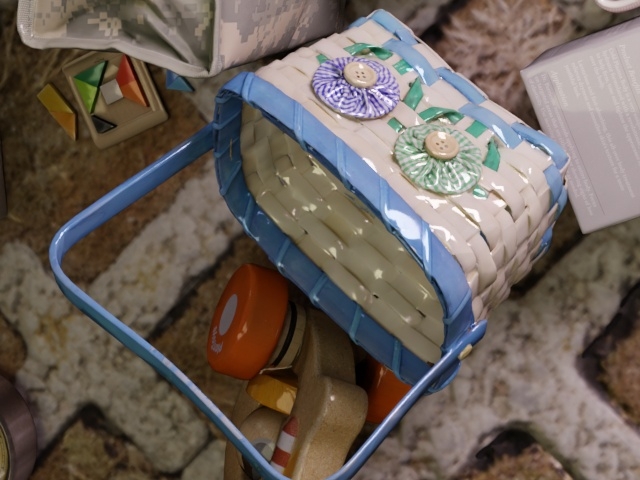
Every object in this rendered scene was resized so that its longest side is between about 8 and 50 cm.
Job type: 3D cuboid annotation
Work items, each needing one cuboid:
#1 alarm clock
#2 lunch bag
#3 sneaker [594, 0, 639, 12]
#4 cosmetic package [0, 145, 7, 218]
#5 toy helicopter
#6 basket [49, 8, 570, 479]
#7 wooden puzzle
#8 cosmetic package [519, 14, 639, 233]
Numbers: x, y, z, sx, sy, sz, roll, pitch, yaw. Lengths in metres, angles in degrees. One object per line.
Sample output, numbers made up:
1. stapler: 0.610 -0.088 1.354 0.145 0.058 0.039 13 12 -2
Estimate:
1. alarm clock: -0.283 0.177 1.525 0.129 0.064 0.192 -43 85 23
2. lunch bag: -0.078 -0.270 1.245 0.169 0.235 0.287 13 107 19
3. sneaker: 0.234 -0.198 1.244 0.134 0.070 0.051 -40 86 22
4. cosmetic package: -0.343 -0.168 1.340 0.097 0.284 0.377 1 104 19
5. toy helicopter: -0.030 0.201 1.304 0.140 0.355 0.235 20 122 -19
6. basket: 0.000 0.000 1.228 0.255 0.201 0.289 40 71 19
7. wooden puzzle: -0.160 -0.113 1.435 0.116 0.014 0.078 -30 92 23
8. cosmetic package: 0.268 -0.104 1.240 0.238 0.107 0.127 -18 98 20
